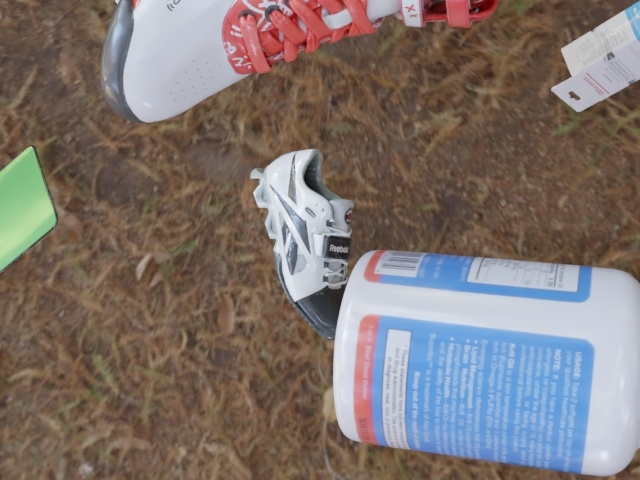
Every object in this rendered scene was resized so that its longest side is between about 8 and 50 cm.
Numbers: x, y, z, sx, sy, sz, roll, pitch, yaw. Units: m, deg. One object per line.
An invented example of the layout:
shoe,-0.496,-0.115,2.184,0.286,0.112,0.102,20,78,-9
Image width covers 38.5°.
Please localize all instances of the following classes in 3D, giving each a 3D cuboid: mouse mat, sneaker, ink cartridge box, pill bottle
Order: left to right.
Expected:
mouse mat,-0.506,-0.052,1.515,0.152,0.190,0.007,-37,147,14
sneaker,0.000,0.000,1.530,0.146,0.122,0.331,-26,80,27
sneaker,0.010,-0.147,0.514,0.145,0.090,0.270,34,73,23
pill bottle,0.128,0.075,0.555,0.221,0.124,0.124,5,109,16
ink cartridge box,0.207,-0.130,0.654,0.083,0.028,0.048,-30,146,31

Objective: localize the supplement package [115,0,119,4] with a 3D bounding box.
supplement package,-0.076,-0.321,0.875,0.199,0.262,0.198,-31,91,-36
